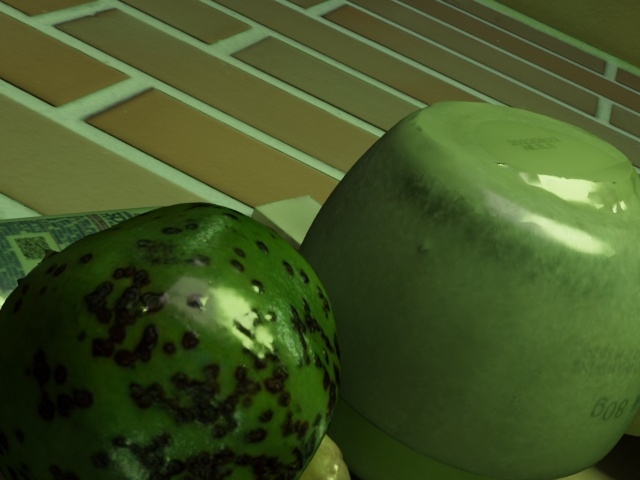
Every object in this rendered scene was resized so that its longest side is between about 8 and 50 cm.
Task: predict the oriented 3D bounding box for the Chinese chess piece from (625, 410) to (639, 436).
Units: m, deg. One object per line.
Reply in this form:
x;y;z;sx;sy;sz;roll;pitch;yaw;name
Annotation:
0.394;0.128;0.915;0.274;0.102;0.273;-6;3;0;Chinese chess piece

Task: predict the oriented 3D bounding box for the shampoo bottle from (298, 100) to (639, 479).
0.138;0.052;0.763;0.323;0.317;0.322;18;32;-12;shampoo bottle

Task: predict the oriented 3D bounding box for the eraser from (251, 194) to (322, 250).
0.000;0.000;1.054;0.150;0.023;0.104;39;32;27;eraser

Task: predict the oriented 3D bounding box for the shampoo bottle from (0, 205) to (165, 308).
-0.230;0.034;0.779;0.360;0.078;0.134;-8;45;-43;shampoo bottle

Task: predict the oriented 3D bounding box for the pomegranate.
-0.094;0.106;0.603;0.270;0.254;0.254;42;26;-14;pomegranate
